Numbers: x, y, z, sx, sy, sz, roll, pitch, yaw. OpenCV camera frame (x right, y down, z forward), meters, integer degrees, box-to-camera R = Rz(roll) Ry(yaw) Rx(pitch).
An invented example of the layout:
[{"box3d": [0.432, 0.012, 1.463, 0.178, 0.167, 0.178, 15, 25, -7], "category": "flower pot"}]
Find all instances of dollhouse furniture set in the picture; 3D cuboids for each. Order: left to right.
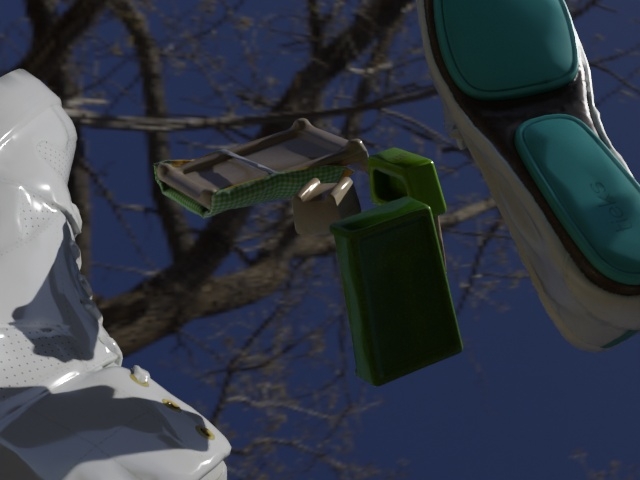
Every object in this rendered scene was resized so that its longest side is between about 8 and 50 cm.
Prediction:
[{"box3d": [0.000, 0.000, 0.558, 0.152, 0.076, 0.058, 27, -47, 59], "category": "dollhouse furniture set"}]

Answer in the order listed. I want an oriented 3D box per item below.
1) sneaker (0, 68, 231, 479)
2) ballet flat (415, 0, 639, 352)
[{"box3d": [-0.111, 0.049, 0.558, 0.169, 0.292, 0.108, 31, -59, -9], "category": "sneaker"}, {"box3d": [0.162, -0.080, 1.153, 0.139, 0.139, 0.400, -40, -128, 27], "category": "ballet flat"}]
